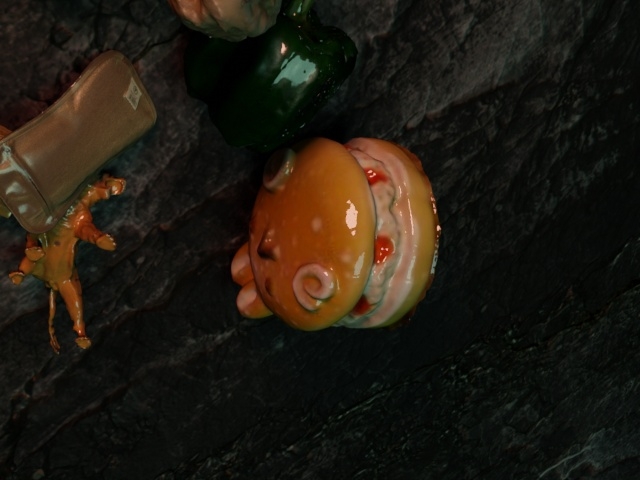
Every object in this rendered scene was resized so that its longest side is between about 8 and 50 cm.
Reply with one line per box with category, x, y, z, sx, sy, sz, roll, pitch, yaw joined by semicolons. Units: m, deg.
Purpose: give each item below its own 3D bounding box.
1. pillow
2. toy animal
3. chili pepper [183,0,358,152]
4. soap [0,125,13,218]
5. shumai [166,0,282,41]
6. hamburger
pillow;-0.277;-0.113;1.156;0.217;0.033;0.130;-48;137;-22
toy animal;-0.321;0.035;1.252;0.114;0.116;0.255;12;124;-17
chili pepper;-0.038;-0.229;1.177;0.261;0.174;0.165;-50;143;16
soap;-0.414;-0.105;1.088;0.092;0.037;0.252;-52;138;9
shumai;-0.156;-0.342;1.006;0.262;0.314;0.267;8;130;11
hamburger;0.000;0.000;1.365;0.186;0.261;0.303;-2;166;-30
